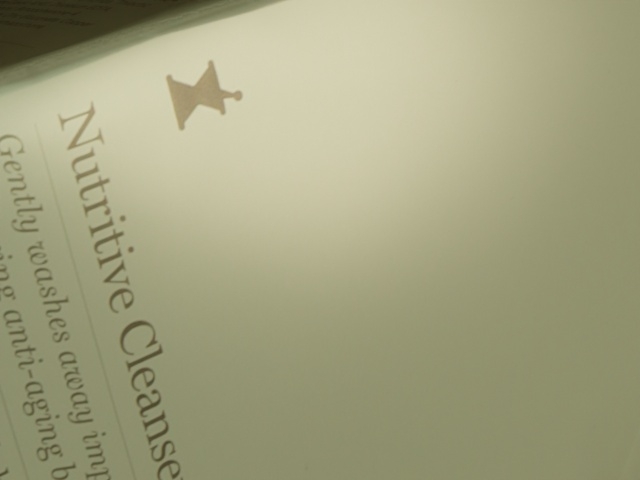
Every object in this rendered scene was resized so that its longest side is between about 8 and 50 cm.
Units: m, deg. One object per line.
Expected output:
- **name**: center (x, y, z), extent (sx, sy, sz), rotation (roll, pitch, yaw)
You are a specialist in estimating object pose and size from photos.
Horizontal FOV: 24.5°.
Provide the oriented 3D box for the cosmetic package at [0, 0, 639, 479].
- **cosmetic package**: center (0.000, 0.000, 0.501), extent (0.385, 0.156, 0.217), rotation (-25, 113, -27)
